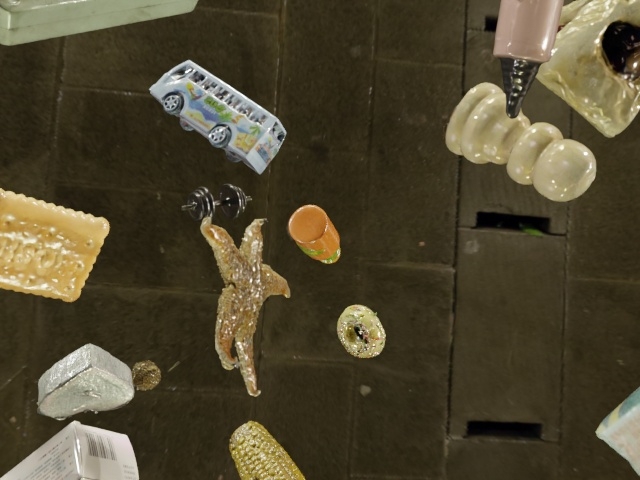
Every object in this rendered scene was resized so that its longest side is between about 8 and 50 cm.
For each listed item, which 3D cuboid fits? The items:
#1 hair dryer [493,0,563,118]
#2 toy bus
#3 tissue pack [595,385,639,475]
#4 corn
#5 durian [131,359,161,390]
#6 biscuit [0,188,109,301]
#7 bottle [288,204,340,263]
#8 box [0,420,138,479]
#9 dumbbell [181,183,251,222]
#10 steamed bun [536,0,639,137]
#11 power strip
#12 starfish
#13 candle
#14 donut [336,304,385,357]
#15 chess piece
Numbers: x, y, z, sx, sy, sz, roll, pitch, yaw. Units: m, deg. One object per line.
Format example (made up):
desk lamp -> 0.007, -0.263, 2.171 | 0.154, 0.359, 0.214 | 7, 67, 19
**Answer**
hair dryer -> 0.179, -0.268, 0.485 | 0.106, 0.189, 0.344 | 17, 109, 30
toy bus -> -0.236, -0.288, 1.448 | 0.329, 0.109, 0.136 | 36, 86, 22
tissue pack -> 0.390, 0.073, 0.475 | 0.228, 0.311, 0.128 | -18, 55, -32
corn -> -0.078, 0.504, 1.265 | 0.119, 0.119, 0.322 | -34, 56, -7
durian -> -0.461, 0.359, 1.668 | 0.080, 0.080, 0.091 | 25, 104, -3
biscuit -> -0.461, 0.006, 0.956 | 0.249, 0.030, 0.160 | 20, 105, -37
bottle -> 0.000, 0.000, 1.094 | 0.069, 0.187, 0.069 | -4, 72, 13
box -> -0.591, 0.568, 1.418 | 0.333, 0.173, 0.145 | -39, 49, 9
dumbbell -> -0.271, -0.097, 1.666 | 0.208, 0.099, 0.099 | -12, 86, -40
steamed bun -> 0.336, -0.232, 0.750 | 0.141, 0.172, 0.155 | 34, 114, -17
power strip -> -0.219, -0.279, 0.670 | 0.288, 0.053, 0.093 | -28, 77, -39
starfish -> -0.097, 0.085, 0.842 | 0.048, 0.295, 0.231 | 0, 73, 13
candle -> -0.480, 0.290, 1.306 | 0.192, 0.168, 0.068 | -2, 43, -29
donut -> 0.117, 0.278, 1.909 | 0.068, 0.174, 0.175 | -19, 87, -42
chess piece -> 0.357, -0.160, 1.116 | 0.143, 0.143, 0.261 | -43, 56, -7
